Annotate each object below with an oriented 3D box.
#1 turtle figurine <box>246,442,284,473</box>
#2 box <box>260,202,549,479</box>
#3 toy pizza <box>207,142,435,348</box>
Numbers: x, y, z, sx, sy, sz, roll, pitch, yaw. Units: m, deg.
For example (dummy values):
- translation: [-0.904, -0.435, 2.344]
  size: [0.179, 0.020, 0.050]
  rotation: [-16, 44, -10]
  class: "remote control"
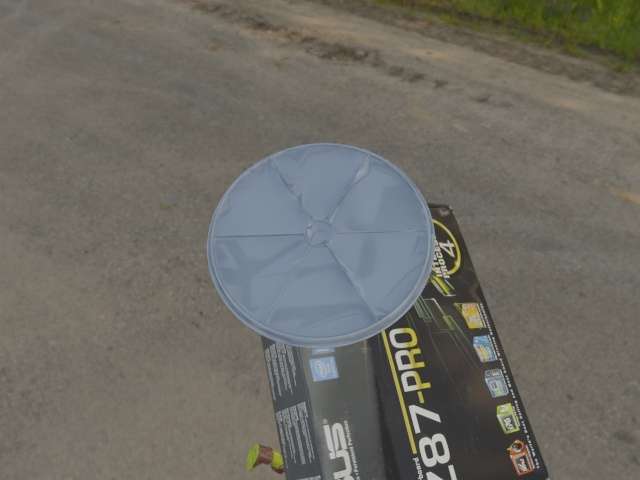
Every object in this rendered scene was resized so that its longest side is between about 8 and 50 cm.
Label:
- translation: [-0.028, 0.460, 0.981]
  size: [0.217, 0.087, 0.269]
  rotation: [18, 58, -25]
  class: "turtle figurine"
- translation: [0.087, 0.136, 0.661]
  size: [0.318, 0.097, 0.395]
  rotation: [1, 64, -31]
  class: "box"
- translation: [0.000, 0.000, 0.476]
  size: [0.201, 0.032, 0.201]
  rotation: [-2, 64, 3]
  class: "toy pizza"
